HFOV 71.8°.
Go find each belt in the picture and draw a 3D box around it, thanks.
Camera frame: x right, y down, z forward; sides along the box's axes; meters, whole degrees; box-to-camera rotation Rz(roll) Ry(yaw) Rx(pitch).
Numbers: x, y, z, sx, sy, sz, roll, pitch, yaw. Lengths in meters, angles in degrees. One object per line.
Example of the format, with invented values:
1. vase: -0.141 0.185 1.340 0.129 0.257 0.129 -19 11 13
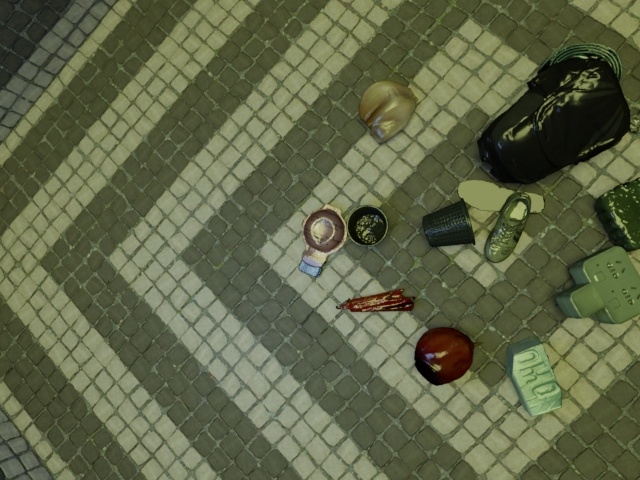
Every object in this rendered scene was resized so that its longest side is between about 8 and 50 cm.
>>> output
1. belt: 0.908 -0.585 1.561 0.267 0.116 0.207 8 91 10

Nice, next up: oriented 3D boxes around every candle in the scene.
1. candle: 0.205 0.240 1.667 0.301 0.059 0.084 -9 74 12

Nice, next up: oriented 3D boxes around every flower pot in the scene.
1. flower pot: 0.184 -0.050 1.674 0.157 0.107 0.158 -1 85 15

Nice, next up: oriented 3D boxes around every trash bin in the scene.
1. trash bin: 0.459 -0.048 1.595 0.161 0.175 0.175 -16 81 23

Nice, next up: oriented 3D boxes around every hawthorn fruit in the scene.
1. hawthorn fruit: 0.446 0.391 1.537 0.251 0.189 0.190 -22 81 6

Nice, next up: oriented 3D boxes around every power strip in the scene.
1. power strip: 0.931 0.174 1.497 0.261 0.141 0.229 -25 81 -5

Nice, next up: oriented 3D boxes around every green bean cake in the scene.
1. green bean cake: 1.071 -0.096 1.478 0.222 0.125 0.227 -22 79 12

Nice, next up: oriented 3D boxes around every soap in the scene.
1. soap: 0.729 0.461 1.516 0.145 0.091 0.231 -24 81 9

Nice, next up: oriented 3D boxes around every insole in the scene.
1. insole: 0.662 -0.158 1.627 0.309 0.012 0.110 9 89 13

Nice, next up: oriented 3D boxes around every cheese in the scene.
1. cheese: 0.000 0.000 1.726 0.188 0.074 0.286 20 93 14

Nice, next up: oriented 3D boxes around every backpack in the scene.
1. backpack: 0.759 -0.375 1.490 0.445 0.255 0.363 -33 115 16

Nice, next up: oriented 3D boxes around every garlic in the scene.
1. garlic: 0.258 -0.518 1.703 0.228 0.110 0.217 -37 75 7

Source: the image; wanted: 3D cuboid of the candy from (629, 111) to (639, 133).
1. candy: 1.168 -0.448 1.525 0.226 0.051 0.094 -23 83 9

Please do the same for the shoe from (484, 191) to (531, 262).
1. shoe: 0.668 -0.047 1.570 0.103 0.098 0.275 21 95 16

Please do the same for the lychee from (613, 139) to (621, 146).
1. lychee: 1.018 -0.370 1.546 0.067 0.068 0.083 -1 87 54
